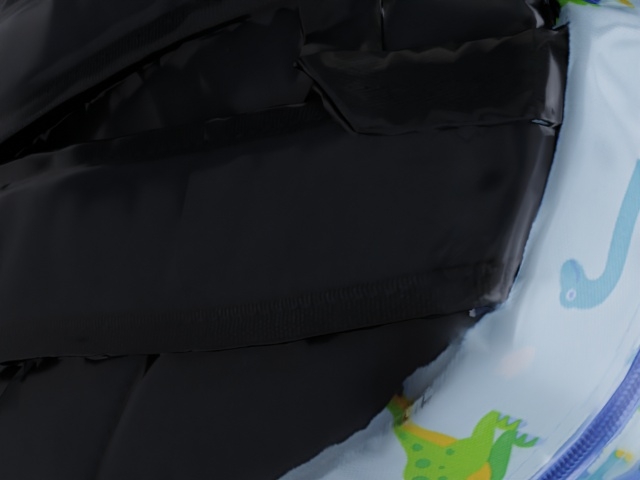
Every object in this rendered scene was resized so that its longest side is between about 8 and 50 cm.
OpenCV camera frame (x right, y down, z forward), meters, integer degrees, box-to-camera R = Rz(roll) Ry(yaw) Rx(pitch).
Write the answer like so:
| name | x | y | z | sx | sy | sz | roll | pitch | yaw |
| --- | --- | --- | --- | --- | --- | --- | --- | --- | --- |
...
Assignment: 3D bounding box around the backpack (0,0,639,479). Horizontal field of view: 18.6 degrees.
| name | x | y | z | sx | sy | sz | roll | pitch | yaw |
| --- | --- | --- | --- | --- | --- | --- | --- | --- | --- |
| backpack | 0.000 | 0.000 | 0.614 | 0.355 | 0.273 | 0.290 | -39 | -142 | 54 |
